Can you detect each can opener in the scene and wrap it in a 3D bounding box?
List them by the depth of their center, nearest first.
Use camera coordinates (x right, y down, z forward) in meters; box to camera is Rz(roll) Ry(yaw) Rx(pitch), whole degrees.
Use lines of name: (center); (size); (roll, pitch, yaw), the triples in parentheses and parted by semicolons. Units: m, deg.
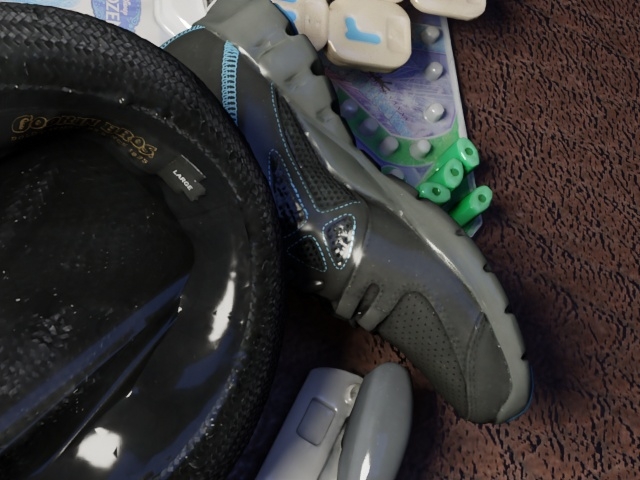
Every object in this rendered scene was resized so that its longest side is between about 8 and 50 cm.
can opener: (-0.018, 0.196, 0.549); (0.076, 0.095, 0.283); (33, 55, -6)

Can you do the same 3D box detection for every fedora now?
fedora: (-0.185, 0.038, 0.461); (0.334, 0.152, 0.334); (-3, 96, -34)

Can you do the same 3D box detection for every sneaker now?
sneaker: (0.000, 0.000, 0.584); (0.139, 0.125, 0.341); (-39, 82, -11)

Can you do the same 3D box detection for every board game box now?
board game box: (-0.059, -0.194, 0.715); (0.389, 0.050, 0.390); (2, 69, -20)

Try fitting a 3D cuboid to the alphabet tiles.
alphabet tiles: (0.006, -0.276, 0.713); (0.277, 0.021, 0.284); (6, 75, -17)
